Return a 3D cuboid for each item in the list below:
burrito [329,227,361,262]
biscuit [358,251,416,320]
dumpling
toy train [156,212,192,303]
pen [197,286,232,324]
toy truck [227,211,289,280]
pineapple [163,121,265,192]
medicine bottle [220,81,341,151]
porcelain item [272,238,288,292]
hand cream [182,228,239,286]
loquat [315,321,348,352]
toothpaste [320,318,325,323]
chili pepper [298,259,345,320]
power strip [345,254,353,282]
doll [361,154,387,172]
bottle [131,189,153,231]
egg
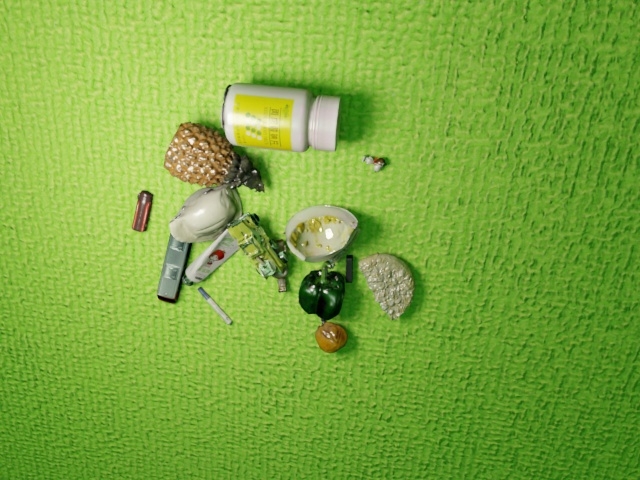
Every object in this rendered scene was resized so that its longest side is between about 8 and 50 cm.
[{"bbox_3d":[0.096,0.018,1.713,0.045,0.041,0.185,29,111,-13],"label":"burrito"},{"bbox_3d":[0.281,0.166,1.722,0.179,0.084,0.281,-26,106,9],"label":"biscuit"},{"bbox_3d":[-0.426,-0.091,1.677,0.243,0.175,0.227,-15,137,9],"label":"dumpling"},{"bbox_3d":[-0.592,0.089,1.788,0.086,0.089,0.409,18,109,-6],"label":"toy train"},{"bbox_3d":[-0.450,0.277,1.867,0.025,0.025,0.204,-36,100,16],"label":"pen"},{"bbox_3d":[-0.238,0.028,1.642,0.128,0.135,0.259,-28,105,14],"label":"toy truck"},{"bbox_3d":[-0.356,-0.271,1.575,0.357,0.223,0.223,23,109,-6],"label":"pineapple"},{"bbox_3d":[-0.125,-0.415,1.502,0.379,0.213,0.213,6,109,4],"label":"medicine bottle"},{"bbox_3d":[-0.165,0.105,1.762,0.084,0.054,0.213,-6,107,10],"label":"porcelain item"},{"bbox_3d":[-0.427,0.066,1.762,0.336,0.076,0.121,-40,139,16],"label":"hand cream"},{"bbox_3d":[0.042,0.396,1.813,0.137,0.113,0.137,16,129,20],"label":"loquat"},{"bbox_3d":[0.007,0.308,1.831,0.027,0.019,0.083,2,109,31],"label":"toothpaste"},{"bbox_3d":[0.019,0.179,1.712,0.174,0.165,0.261,20,114,19],"label":"chili pepper"},{"bbox_3d":[0.114,0.114,1.744,0.029,0.038,0.111,2,108,7],"label":"power strip"},{"bbox_3d":[0.197,-0.289,1.603,0.085,0.040,0.058,40,118,-8],"label":"doll"},{"bbox_3d":[-0.709,-0.119,1.746,0.060,0.060,0.164,20,109,-1],"label":"bottle"},{"bbox_3d":[0.002,-0.013,1.645,0.271,0.206,0.161,-12,132,-4],"label":"egg"}]
